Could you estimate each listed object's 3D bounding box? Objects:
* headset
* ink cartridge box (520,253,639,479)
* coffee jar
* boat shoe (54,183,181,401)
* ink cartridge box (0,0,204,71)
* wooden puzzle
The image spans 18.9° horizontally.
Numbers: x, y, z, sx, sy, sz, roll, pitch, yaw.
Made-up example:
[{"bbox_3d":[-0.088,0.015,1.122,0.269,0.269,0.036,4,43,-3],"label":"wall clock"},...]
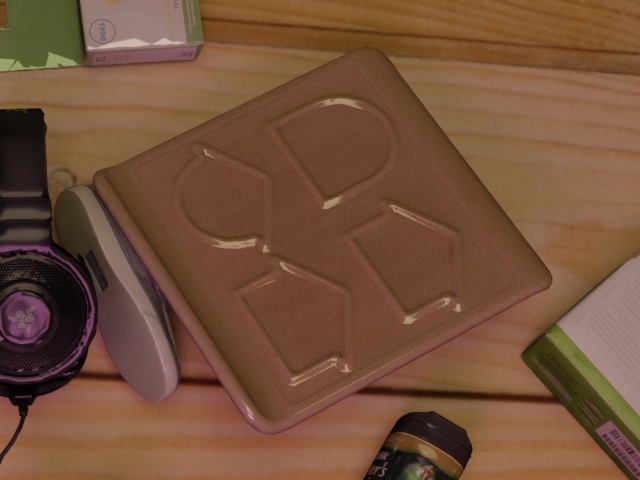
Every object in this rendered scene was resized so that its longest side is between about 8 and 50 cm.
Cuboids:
[{"bbox_3d":[-0.245,0.074,1.757,0.185,0.243,0.394,0,79,-9],"label":"headset"},{"bbox_3d":[0.362,0.096,1.926,0.255,0.097,0.189,-39,84,-19],"label":"ink cartridge box"},{"bbox_3d":[0.073,0.252,1.833,0.079,0.096,0.184,32,71,-3],"label":"coffee jar"},{"bbox_3d":[-0.177,0.043,1.858,0.081,0.079,0.227,-16,76,-41],"label":"boat shoe"},{"bbox_3d":[-0.245,-0.261,1.946,0.235,0.056,0.171,-5,76,-13],"label":"ink cartridge box"},{"bbox_3d":[0.000,0.000,1.863,0.348,0.080,0.322,-25,65,-22],"label":"wooden puzzle"}]
